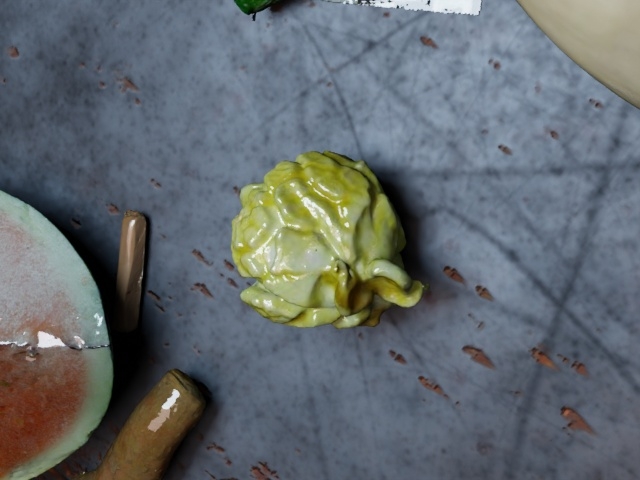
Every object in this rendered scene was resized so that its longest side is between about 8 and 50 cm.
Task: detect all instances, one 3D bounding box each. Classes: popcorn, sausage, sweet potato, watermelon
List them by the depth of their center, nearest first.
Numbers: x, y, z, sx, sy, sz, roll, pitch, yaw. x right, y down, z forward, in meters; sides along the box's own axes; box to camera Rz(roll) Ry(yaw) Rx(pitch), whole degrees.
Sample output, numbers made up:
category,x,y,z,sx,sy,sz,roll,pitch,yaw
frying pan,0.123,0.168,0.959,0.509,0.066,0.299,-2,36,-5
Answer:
category,x,y,z,sx,sy,sz,roll,pitch,yaw
popcorn,0.000,0.000,0.716,0.162,0.142,0.135,39,122,57
watermelon,-0.299,0.098,0.858,0.256,0.176,0.260,30,143,30
sausage,-0.179,0.029,0.863,0.026,0.026,0.116,13,104,22
sweet potato,-0.232,0.271,0.889,0.385,0.109,0.109,-41,81,18

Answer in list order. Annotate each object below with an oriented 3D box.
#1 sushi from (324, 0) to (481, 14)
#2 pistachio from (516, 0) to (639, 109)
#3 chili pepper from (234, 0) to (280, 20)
category,x,y,z,sx,sy,sz,roll,pitch,yaw
sushi,0.064,-0.278,0.693,0.139,0.031,0.200,11,104,23
pistachio,0.231,-0.170,0.551,0.299,0.187,0.187,42,113,8
chili pepper,0.020,-0.240,0.683,0.227,0.059,0.088,-12,93,36
